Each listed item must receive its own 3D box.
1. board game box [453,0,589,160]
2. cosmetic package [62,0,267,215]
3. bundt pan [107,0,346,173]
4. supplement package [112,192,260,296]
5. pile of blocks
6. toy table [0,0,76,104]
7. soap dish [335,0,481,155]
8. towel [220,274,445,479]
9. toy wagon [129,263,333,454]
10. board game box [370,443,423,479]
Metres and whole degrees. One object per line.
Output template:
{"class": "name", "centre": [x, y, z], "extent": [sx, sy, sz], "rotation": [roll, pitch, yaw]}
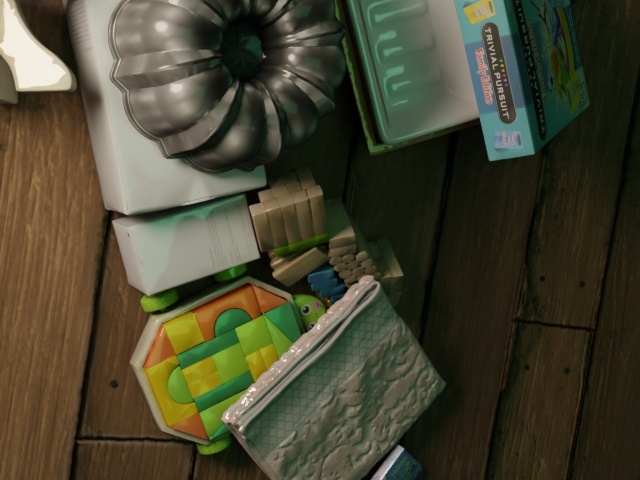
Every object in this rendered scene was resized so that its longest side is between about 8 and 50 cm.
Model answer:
{"class": "board game box", "centre": [0.335, -0.296, 1.582], "extent": [0.336, 0.079, 0.253], "rotation": [-36, 115, -55]}
{"class": "cosmetic package", "centre": [-0.224, -0.242, 1.379], "extent": [0.217, 0.156, 0.384], "rotation": [-12, 103, -24]}
{"class": "bundt pan", "centre": [-0.102, -0.247, 1.285], "extent": [0.331, 0.124, 0.330], "rotation": [-4, 98, -30]}
{"class": "supplement package", "centre": [-0.198, -0.001, 1.447], "extent": [0.179, 0.105, 0.105], "rotation": [-18, 106, -23]}
{"class": "pile of blocks", "centre": [0.000, 0.000, 1.534], "extent": [0.149, 0.112, 0.362], "rotation": [-32, 138, 14]}
{"class": "toy table", "centre": [-0.441, -0.263, 1.238], "extent": [0.274, 0.252, 0.160], "rotation": [0, 91, 14]}
{"class": "soap dish", "centre": [0.138, -0.303, 1.551], "extent": [0.229, 0.118, 0.290], "rotation": [-19, 105, -15]}
{"class": "towel", "centre": [0.037, 0.262, 1.576], "extent": [0.332, 0.053, 0.317], "rotation": [-44, 131, -14]}
{"class": "toy wagon", "centre": [-0.117, 0.162, 1.528], "extent": [0.344, 0.068, 0.267], "rotation": [-24, 107, -21]}
{"class": "board game box", "centre": [0.128, 0.405, 1.684], "extent": [0.090, 0.020, 0.090], "rotation": [-52, 137, -10]}
